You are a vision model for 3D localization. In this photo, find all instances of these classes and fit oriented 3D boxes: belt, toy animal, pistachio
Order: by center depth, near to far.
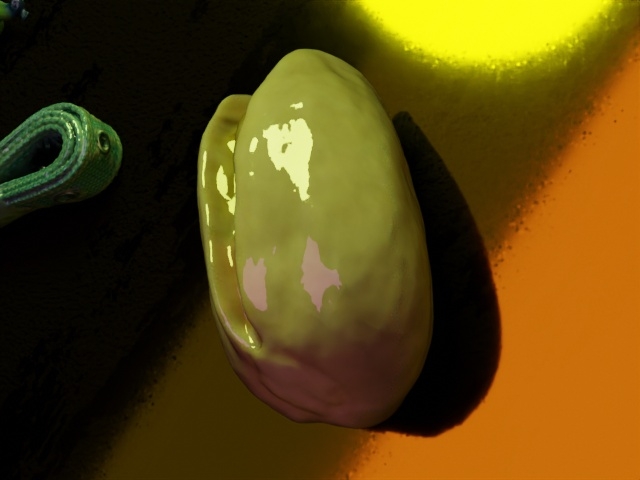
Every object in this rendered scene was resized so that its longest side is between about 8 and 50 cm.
[{"bbox_3d":[0.000,0.000,0.911,0.187,0.187,0.299,-16,66,22],"label":"pistachio"},{"bbox_3d":[-0.332,-0.045,1.127,0.302,0.072,0.087,-21,75,18],"label":"belt"},{"bbox_3d":[-0.387,-0.206,1.206,0.217,0.041,0.075,-29,69,22],"label":"toy animal"}]
